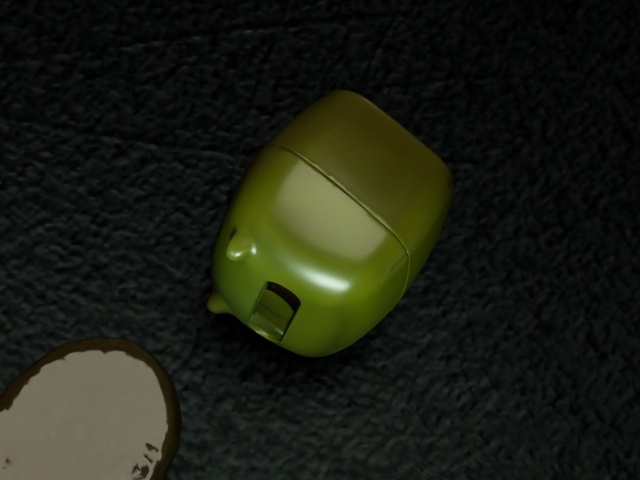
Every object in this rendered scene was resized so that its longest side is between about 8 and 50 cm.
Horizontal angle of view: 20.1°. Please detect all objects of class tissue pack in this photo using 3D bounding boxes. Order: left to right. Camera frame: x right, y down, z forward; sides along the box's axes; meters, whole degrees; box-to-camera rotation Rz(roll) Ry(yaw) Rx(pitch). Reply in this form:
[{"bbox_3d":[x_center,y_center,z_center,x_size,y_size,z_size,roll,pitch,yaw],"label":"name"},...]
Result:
[{"bbox_3d":[0.000,0.000,1.121,0.123,0.178,0.127,36,70,3],"label":"tissue pack"}]

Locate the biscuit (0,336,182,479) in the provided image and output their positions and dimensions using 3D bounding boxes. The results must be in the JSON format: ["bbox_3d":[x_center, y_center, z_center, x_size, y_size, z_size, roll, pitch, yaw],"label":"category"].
[{"bbox_3d":[-0.108,0.274,1.071,0.394,0.076,0.368,28,77,1],"label":"biscuit"}]
